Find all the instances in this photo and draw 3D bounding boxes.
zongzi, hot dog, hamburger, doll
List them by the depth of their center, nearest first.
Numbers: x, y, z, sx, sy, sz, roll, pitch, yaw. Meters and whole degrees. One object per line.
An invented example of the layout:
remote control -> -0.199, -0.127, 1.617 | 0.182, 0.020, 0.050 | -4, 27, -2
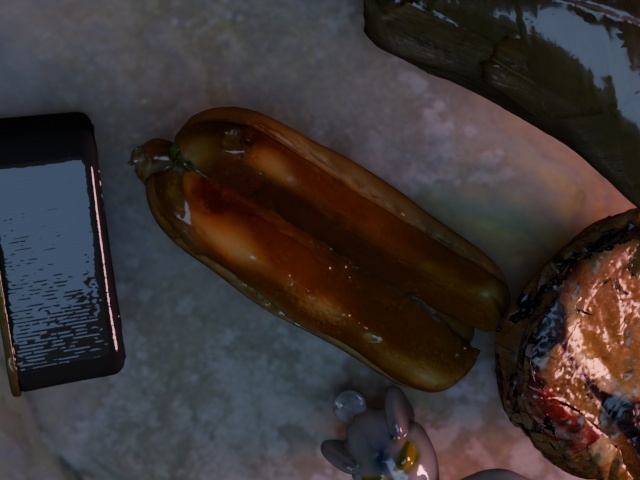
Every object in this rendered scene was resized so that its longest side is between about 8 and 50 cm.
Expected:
zongzi -> 0.174, -0.099, 1.237 | 0.273, 0.145, 0.300 | -4, 84, -2
hot dog -> 0.000, 0.000, 1.285 | 0.337, 0.100, 0.135 | 31, 99, -24
doll -> 0.137, 0.272, 1.314 | 0.188, 0.099, 0.384 | -40, 82, 6
hamburger -> 0.241, 0.081, 1.315 | 0.231, 0.107, 0.231 | -6, 108, -20

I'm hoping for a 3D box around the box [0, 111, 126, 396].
box -> -0.205, 0.005, 1.252 | 0.090, 0.144, 0.201 | -8, 103, -7
